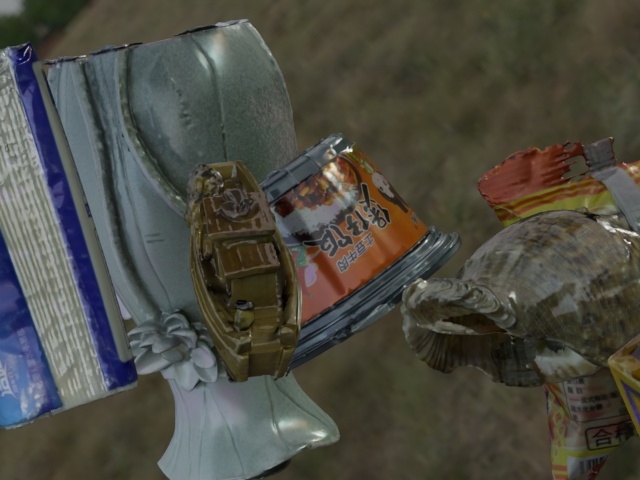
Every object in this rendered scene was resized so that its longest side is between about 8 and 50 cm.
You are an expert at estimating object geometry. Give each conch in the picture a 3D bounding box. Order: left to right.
[{"bbox_3d":[0.149,0.053,1.204,0.130,0.207,0.155,-126,36,-48],"label":"conch"}]

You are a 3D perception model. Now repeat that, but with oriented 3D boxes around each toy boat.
[{"bbox_3d":[-0.047,0.010,1.070,0.064,0.072,0.206,-7,32,-9],"label":"toy boat"}]

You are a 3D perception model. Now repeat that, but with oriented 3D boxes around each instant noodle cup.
[{"bbox_3d":[0.000,0.000,1.306,0.177,0.125,0.208,-35,4,-16],"label":"instant noodle cup"}]

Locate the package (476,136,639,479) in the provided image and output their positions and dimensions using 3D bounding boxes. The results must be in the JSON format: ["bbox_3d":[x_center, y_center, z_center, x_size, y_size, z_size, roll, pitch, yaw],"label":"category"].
[{"bbox_3d":[0.252,0.046,1.337,0.223,0.288,0.108,-22,24,-20],"label":"package"}]

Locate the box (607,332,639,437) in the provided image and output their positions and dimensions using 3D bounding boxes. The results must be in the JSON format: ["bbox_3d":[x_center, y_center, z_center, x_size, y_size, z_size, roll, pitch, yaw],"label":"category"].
[{"bbox_3d":[0.313,0.058,0.924,0.301,0.193,0.084,-36,32,-14],"label":"box"}]

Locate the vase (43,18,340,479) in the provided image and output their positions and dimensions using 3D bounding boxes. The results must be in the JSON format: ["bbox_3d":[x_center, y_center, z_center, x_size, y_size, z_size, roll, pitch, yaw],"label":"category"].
[{"bbox_3d":[-0.113,0.016,1.711,0.250,0.445,0.250,-13,9,2],"label":"vase"}]

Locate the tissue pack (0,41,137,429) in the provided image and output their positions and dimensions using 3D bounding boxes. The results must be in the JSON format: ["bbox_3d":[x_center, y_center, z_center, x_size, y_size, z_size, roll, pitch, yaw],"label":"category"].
[{"bbox_3d":[-0.249,-0.003,1.327,0.137,0.270,0.209,-18,8,-19],"label":"tissue pack"}]
